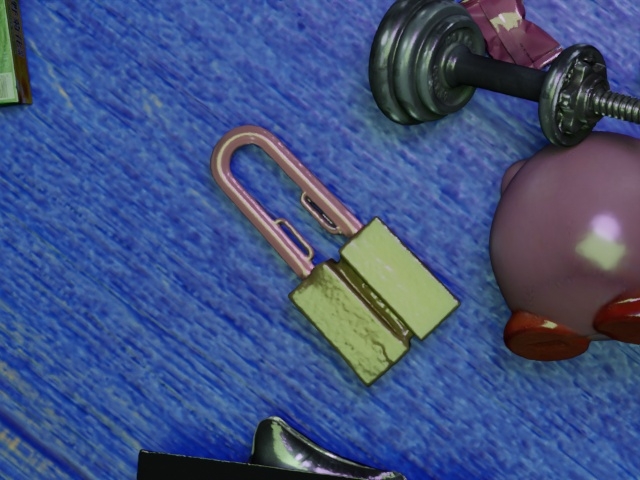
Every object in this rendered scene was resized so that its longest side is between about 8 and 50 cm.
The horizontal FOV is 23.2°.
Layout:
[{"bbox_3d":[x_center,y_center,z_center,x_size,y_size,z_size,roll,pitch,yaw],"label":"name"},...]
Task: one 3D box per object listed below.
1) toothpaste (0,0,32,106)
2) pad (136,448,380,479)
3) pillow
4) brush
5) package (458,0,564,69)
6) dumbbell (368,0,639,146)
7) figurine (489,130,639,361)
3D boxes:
[{"bbox_3d":[-0.275,-0.198,1.292,0.043,0.037,0.178,-7,92,9],"label":"toothpaste"},{"bbox_3d":[-0.005,0.275,1.279,0.300,0.005,0.202,6,113,5],"label":"pad"},{"bbox_3d":[-0.002,0.203,1.280,0.136,0.055,0.091,26,96,4],"label":"pillow"},{"bbox_3d":[0.000,0.000,1.274,0.103,0.047,0.233,-43,88,6],"label":"brush"},{"bbox_3d":[0.154,-0.170,1.259,0.059,0.029,0.083,-31,94,11],"label":"package"},{"bbox_3d":[0.144,-0.122,1.180,0.254,0.110,0.110,19,96,37],"label":"dumbbell"},{"bbox_3d":[0.213,-0.002,1.198,0.173,0.173,0.173,0,93,5],"label":"figurine"}]
